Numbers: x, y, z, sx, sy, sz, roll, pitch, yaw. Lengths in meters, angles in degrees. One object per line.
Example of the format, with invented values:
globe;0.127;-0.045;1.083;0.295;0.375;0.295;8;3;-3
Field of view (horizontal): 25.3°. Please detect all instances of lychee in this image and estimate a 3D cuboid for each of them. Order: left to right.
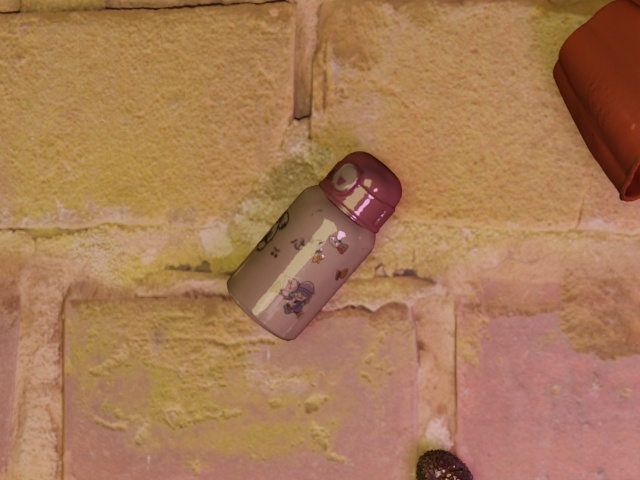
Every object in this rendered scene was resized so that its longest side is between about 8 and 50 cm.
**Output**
lychee;0.143;0.281;1.653;0.067;0.068;0.083;-38;55;14

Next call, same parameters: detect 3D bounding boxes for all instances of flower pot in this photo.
flower pot;0.357;-0.165;1.568;0.190;0.190;0.173;-39;66;10

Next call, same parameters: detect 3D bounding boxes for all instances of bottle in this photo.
bottle;0.000;0.000;1.676;0.110;0.110;0.233;42;99;12
